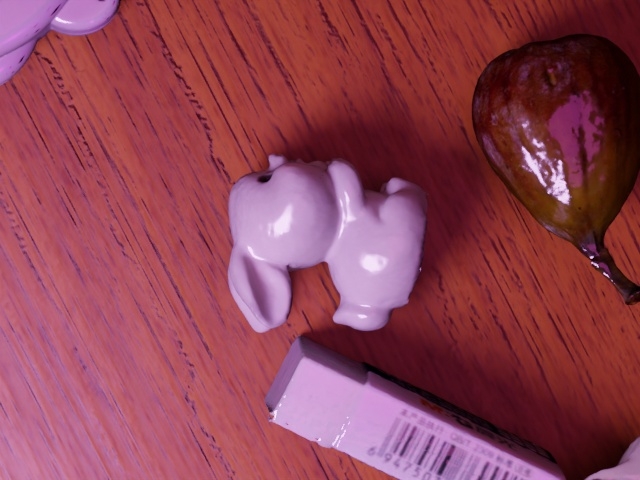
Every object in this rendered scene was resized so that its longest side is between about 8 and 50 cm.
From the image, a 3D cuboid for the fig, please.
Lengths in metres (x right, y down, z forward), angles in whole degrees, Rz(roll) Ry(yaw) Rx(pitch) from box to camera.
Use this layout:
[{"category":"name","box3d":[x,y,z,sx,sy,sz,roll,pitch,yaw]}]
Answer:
[{"category":"fig","box3d":[0.254,-0.064,1.836,0.170,0.145,0.274,-16,77,-3]}]

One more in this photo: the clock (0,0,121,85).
[{"category":"clock","box3d":[-0.372,-0.283,1.813,0.322,0.113,0.296,-17,92,-5]}]

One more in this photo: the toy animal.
[{"category":"toy animal","box3d":[0.005,0.007,1.837,0.193,0.127,0.179,2,92,-7]}]

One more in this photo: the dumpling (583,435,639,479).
[{"category":"dumpling","box3d":[0.361,0.274,1.864,0.258,0.147,0.193,0,131,-15]}]

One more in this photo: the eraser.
[{"category":"eraser","box3d":[0.091,0.193,1.845,0.287,0.130,0.086,26,92,-5]}]
